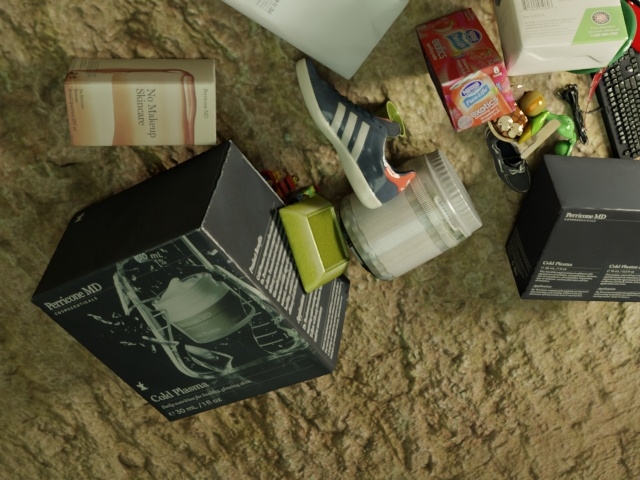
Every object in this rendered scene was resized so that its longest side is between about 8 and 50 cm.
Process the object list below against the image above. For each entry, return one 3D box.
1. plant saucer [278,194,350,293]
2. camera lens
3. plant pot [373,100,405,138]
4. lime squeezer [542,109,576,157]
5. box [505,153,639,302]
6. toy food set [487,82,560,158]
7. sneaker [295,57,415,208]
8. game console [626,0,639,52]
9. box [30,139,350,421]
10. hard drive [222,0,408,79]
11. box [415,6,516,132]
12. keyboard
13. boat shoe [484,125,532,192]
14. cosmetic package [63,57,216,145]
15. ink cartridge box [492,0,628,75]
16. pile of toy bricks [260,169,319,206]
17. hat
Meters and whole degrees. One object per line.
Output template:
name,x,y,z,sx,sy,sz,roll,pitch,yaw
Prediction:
plant saucer,0.000,0.000,1.915,0.045,0.188,0.188,-16,95,29
camera lens,0.195,-0.053,1.995,0.274,0.219,0.219,-29,123,14
plant pot,0.131,-0.251,1.942,0.079,0.083,0.083,-22,126,23
lime squeezer,0.530,-0.219,2.019,0.110,0.059,0.310,-21,126,8
box,0.651,-0.022,2.066,0.343,0.179,0.312,3,137,-9
toy food set,0.426,-0.278,1.928,0.192,0.038,0.132,43,95,-12
sneaker,0.079,-0.246,1.861,0.148,0.131,0.350,-29,100,10
game console,0.688,-0.481,1.865,0.144,0.085,0.124,27,77,-24
box,-0.267,0.107,1.948,0.480,0.297,0.472,-22,124,28
hard drive,-0.012,-0.487,1.774,0.318,0.040,0.210,28,118,-23
box,0.287,-0.346,1.776,0.128,0.257,0.122,-19,128,7
keyboard,0.653,-0.301,1.992,0.201,0.033,0.317,-23,124,10
boat shoe,0.434,-0.176,2.031,0.075,0.065,0.206,-27,124,13
cosmetic package,-0.362,-0.284,1.822,0.296,0.129,0.153,-2,124,-6
ink cartridge box,0.437,-0.507,1.698,0.207,0.353,0.119,-5,164,-3
pile of toy bricks,-0.041,-0.085,2.032,0.105,0.118,0.212,-39,117,-26
hat,0.589,-0.388,1.886,0.208,0.173,0.183,-36,146,17
